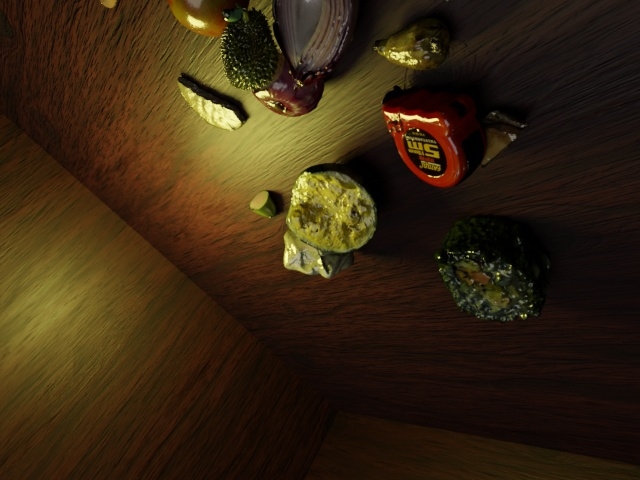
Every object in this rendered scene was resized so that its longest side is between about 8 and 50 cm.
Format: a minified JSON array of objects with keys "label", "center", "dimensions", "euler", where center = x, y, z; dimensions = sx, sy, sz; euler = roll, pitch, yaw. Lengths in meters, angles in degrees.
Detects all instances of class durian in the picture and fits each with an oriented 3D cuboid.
[{"label":"durian","center":[-0.177,-0.475,1.095],"dimensions":[0.159,0.146,0.198],"euler":[-136,47,-66]}]

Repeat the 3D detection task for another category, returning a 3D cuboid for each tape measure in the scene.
[{"label":"tape measure","center":[0.292,-0.261,1.117],"dimensions":[0.253,0.114,0.260],"euler":[31,155,51]}]

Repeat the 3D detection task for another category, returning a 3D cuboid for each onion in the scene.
[{"label":"onion","center":[-0.084,-0.433,1.237],"dimensions":[0.207,0.200,0.200],"euler":[-22,119,33]},{"label":"onion","center":[-0.010,-0.509,1.068],"dimensions":[0.227,0.120,0.283],"euler":[32,124,25]}]

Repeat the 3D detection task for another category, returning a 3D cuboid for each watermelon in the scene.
[{"label":"watermelon","center":[0.052,-0.133,1.490],"dimensions":[0.331,0.189,0.330],"euler":[9,137,8]}]

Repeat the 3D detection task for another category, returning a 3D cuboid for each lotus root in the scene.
[{"label":"lotus root","center":[0.212,-0.454,1.021],"dimensions":[0.191,0.094,0.108],"euler":[17,112,42]}]

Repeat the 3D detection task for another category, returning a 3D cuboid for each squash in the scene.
[{"label":"squash","center":[-0.220,-0.129,1.842],"dimensions":[0.105,0.105,0.132],"euler":[2,149,40]}]

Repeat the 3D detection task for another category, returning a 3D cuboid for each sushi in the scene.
[{"label":"sushi","center":[0.543,0.099,1.367],"dimensions":[0.294,0.178,0.352],"euler":[-4,133,42]}]

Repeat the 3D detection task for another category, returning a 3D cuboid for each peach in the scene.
[{"label":"peach","center":[-0.289,-0.638,1.105],"dimensions":[0.231,0.231,0.231],"euler":[23,146,17]}]

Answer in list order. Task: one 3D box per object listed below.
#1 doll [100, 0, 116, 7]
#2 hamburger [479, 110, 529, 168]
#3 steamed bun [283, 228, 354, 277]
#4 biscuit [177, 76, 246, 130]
[{"label":"doll","center":[-0.678,-0.805,1.296],"dimensions":[0.201,0.156,0.303],"euler":[33,153,-10]},{"label":"hamburger","center":[0.429,-0.265,1.085],"dimensions":[0.102,0.087,0.176],"euler":[50,161,9]},{"label":"steamed bun","center":[0.000,0.000,1.690],"dimensions":[0.280,0.268,0.207],"euler":[11,112,22]},{"label":"biscuit","center":[-0.393,-0.469,1.583],"dimensions":[0.290,0.038,0.141],"euler":[30,148,7]}]
